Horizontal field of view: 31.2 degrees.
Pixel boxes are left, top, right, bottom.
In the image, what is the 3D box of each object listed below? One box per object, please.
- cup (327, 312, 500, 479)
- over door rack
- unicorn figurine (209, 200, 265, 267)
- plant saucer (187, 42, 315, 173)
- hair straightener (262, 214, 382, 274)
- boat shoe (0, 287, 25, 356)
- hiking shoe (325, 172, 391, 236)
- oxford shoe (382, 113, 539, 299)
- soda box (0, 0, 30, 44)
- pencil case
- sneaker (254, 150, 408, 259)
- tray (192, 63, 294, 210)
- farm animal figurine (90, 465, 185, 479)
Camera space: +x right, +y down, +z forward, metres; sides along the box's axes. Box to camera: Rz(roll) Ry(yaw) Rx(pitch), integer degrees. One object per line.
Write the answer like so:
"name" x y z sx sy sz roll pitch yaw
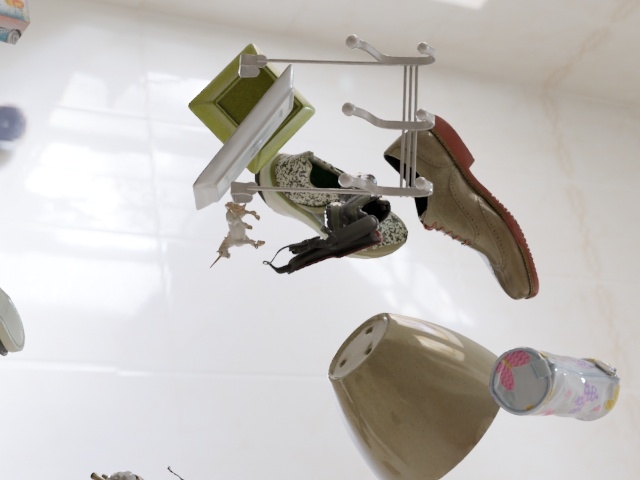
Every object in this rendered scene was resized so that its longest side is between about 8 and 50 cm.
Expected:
"cup" 0.154 0.272 2.162 0.331 0.237 0.331 -43 -165 14
"over door rack" 0.010 -0.182 1.744 0.108 0.324 0.240 46 45 -68
"unicorn figurine" -0.177 -0.014 2.457 0.111 0.060 0.162 12 -70 32
"plant saucer" -0.124 -0.258 2.205 0.188 0.188 0.045 -47 -169 -16
"hair straightener" 0.000 0.000 2.122 0.047 0.230 0.089 -112 -174 -45
"boat shoe" -0.500 0.060 1.613 0.095 0.079 0.255 -100 172 -56
"hiking shoe" 0.089 -0.064 2.248 0.227 0.114 0.086 -55 147 -56
"oxford shoe" 0.229 -0.033 1.897 0.348 0.130 0.123 56 -18 7
"soda box" -0.536 -0.354 1.731 0.063 0.183 0.058 -38 -126 42
"pencil case" 0.399 0.243 1.929 0.124 0.273 0.114 -17 -109 38
"sneaker" 0.057 -0.081 2.533 0.182 0.410 0.158 -21 -128 49
"tray" -0.121 -0.166 1.932 0.270 0.030 0.145 -53 174 -14
"farm animal figurine" -0.316 0.597 2.160 0.172 0.330 0.327 21 -86 38
